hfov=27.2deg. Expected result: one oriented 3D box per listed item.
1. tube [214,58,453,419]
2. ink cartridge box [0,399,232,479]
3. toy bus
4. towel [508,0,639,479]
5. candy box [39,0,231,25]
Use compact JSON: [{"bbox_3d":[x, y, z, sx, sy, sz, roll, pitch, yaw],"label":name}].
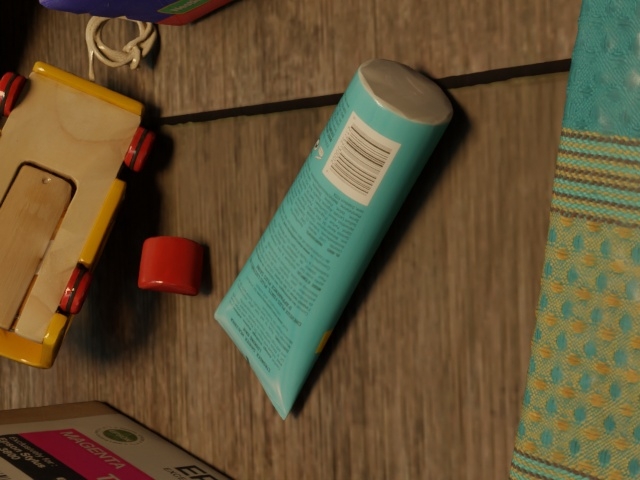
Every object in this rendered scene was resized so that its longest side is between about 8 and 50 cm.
[{"bbox_3d":[0.000,0.000,0.707,0.080,0.052,0.207,56,131,33],"label":"tube"},{"bbox_3d":[-0.140,0.173,0.744,0.235,0.193,0.088,20,103,41],"label":"ink cartridge box"},{"bbox_3d":[-0.174,-0.021,0.827,0.191,0.202,0.104,66,161,11],"label":"toy bus"},{"bbox_3d":[0.202,0.027,0.520,0.271,0.040,0.370,17,105,43],"label":"towel"},{"bbox_3d":[-0.052,-0.306,0.693,0.268,0.122,0.317,-15,80,42],"label":"candy box"}]
